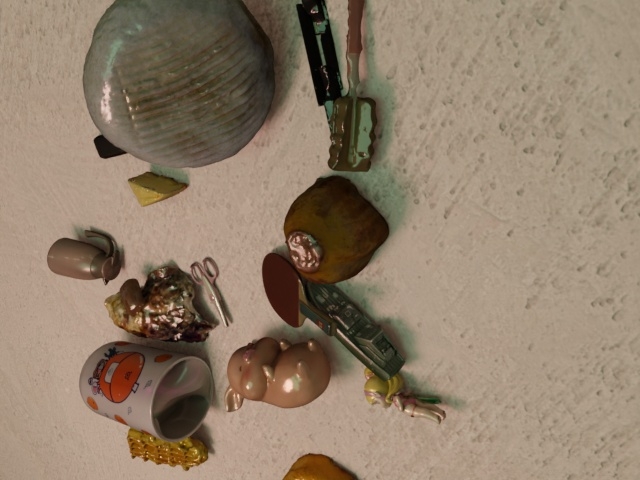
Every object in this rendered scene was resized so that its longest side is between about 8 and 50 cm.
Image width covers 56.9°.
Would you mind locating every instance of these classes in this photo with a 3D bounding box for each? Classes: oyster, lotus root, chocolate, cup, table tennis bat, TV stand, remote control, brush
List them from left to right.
[{"bbox_3d":[-0.478,0.141,1.475,0.064,0.031,0.100,-43,54,20],"label":"chocolate"},{"bbox_3d":[-0.456,-0.239,1.408,0.245,0.025,0.063,-6,109,35],"label":"remote control"},{"bbox_3d":[-0.469,0.383,1.550,0.318,0.212,0.212,4,111,33],"label":"cup"},{"bbox_3d":[-0.412,0.178,1.502,0.275,0.100,0.271,47,112,14],"label":"oyster"},{"bbox_3d":[-0.052,0.122,1.228,0.274,0.021,0.154,32,130,48],"label":"table tennis bat"},{"bbox_3d":[-0.001,-0.001,1.114,0.188,0.180,0.199,42,125,8],"label":"lotus root"},{"bbox_3d":[0.007,-0.314,1.069,0.042,0.036,0.249,-4,107,33],"label":"TV stand"},{"bbox_3d":[0.059,-0.269,1.030,0.071,0.084,0.300,-145,55,-64],"label":"brush"}]

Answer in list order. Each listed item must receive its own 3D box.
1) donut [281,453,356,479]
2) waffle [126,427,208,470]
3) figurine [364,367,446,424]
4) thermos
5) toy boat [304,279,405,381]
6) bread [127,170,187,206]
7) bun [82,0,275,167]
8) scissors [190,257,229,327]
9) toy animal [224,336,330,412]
[{"bbox_3d":[-0.003,0.645,1.419,0.254,0.118,0.253,3,96,27],"label":"donut"},{"bbox_3d":[-0.420,0.587,1.653,0.219,0.057,0.229,13,142,-1],"label":"waffle"},{"bbox_3d":[0.166,0.316,1.200,0.188,0.083,0.083,18,118,34],"label":"figurine"},{"bbox_3d":[-0.623,0.043,1.591,0.193,0.105,0.137,10,83,26],"label":"thermos"},{"bbox_3d":[0.064,0.170,1.197,0.260,0.078,0.085,45,145,13],"label":"toy boat"},{"bbox_3d":[-0.378,-0.130,1.362,0.109,0.084,0.080,-18,100,37],"label":"bread"},{"bbox_3d":[-0.255,-0.307,1.078,0.361,0.362,0.211,-59,41,34],"label":"bun"},{"bbox_3d":[-0.260,0.130,1.428,0.086,0.022,0.176,-21,93,34],"label":"scissors"},{"bbox_3d":[-0.094,0.291,1.306,0.250,0.166,0.153,-3,119,30],"label":"toy animal"}]
